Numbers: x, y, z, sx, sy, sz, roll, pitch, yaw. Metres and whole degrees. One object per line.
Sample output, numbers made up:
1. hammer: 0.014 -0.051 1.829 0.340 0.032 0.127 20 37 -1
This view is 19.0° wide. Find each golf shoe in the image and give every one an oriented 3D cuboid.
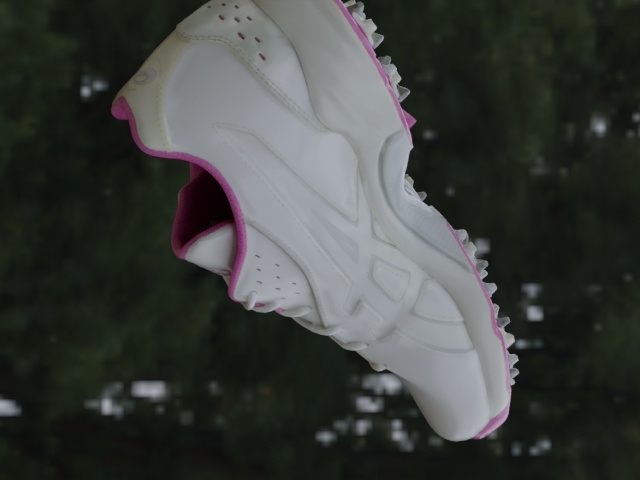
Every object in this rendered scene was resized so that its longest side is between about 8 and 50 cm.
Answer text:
1. golf shoe: 0.000 0.000 0.992 0.306 0.140 0.115 62 -10 -30
